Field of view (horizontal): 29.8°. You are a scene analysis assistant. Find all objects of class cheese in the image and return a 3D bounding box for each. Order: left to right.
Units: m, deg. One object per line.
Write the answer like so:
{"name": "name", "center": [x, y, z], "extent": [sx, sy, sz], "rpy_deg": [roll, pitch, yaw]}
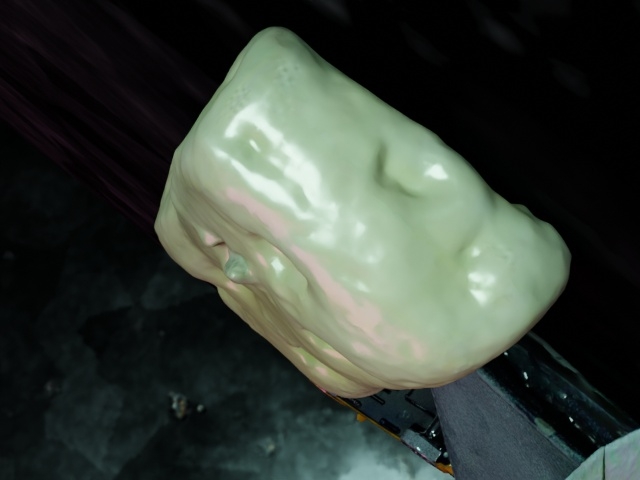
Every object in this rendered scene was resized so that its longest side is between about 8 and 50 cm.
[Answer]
{"name": "cheese", "center": [-0.001, 0.001, 0.544], "extent": [0.159, 0.093, 0.263], "rpy_deg": [43, 169, -2]}

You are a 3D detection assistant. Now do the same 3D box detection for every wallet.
{"name": "wallet", "center": [0.145, 0.188, 0.717], "extent": [0.190, 0.046, 0.379], "rpy_deg": [38, 156, 43]}

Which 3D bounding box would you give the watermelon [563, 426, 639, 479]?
{"name": "watermelon", "center": [0.197, 0.210, 0.447], "extent": [0.222, 0.319, 0.292], "rpy_deg": [19, -163, -6]}

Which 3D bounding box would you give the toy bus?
{"name": "toy bus", "center": [0.076, 0.119, 0.918], "extent": [0.088, 0.083, 0.194], "rpy_deg": [43, 171, -34]}
